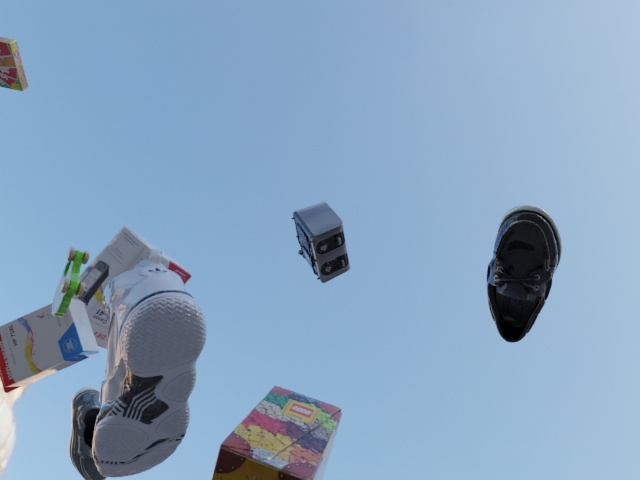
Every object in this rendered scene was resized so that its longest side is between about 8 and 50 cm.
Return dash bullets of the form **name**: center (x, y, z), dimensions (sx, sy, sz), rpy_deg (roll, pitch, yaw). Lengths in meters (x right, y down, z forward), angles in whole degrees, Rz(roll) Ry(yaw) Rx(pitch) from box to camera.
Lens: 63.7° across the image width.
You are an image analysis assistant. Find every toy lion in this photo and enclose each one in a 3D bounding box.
- **toy lion**: center (-0.426, 0.074, 0.867), dimensions (0.034, 0.100, 0.096), rpy_deg (21, -43, -35)

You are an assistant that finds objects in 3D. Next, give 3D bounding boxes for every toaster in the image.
- **toaster**: center (0.000, 0.000, 1.448), dimensions (0.110, 0.185, 0.168), rpy_deg (-21, -53, -13)

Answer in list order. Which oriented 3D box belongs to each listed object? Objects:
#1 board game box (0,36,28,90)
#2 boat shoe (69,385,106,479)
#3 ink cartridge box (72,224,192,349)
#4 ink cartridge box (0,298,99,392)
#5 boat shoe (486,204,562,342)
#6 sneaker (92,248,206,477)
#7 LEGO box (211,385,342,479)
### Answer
- **board game box**: center (-0.871, -0.457, 1.281), dimensions (0.260, 0.039, 0.124), rpy_deg (13, -49, 4)
- **boat shoe**: center (-0.655, 0.581, 1.482), dimensions (0.116, 0.099, 0.319), rpy_deg (-10, -69, -35)
- **ink cartridge box**: center (-0.550, 0.145, 1.446), dimensions (0.131, 0.226, 0.306), rpy_deg (33, -100, 32)
- **ink cartridge box**: center (-0.635, 0.236, 1.148), dimensions (0.231, 0.078, 0.134), rpy_deg (-25, -104, -2)
- **boat shoe**: center (0.395, 0.084, 1.030), dimensions (0.127, 0.113, 0.340), rpy_deg (16, -39, 20)
- **sneaker**: center (-0.288, 0.196, 0.840), dimensions (0.137, 0.210, 0.365), rpy_deg (7, -64, -30)
- **LEGO box**: center (-0.132, 0.642, 1.158), dimensions (0.193, 0.372, 0.499), rpy_deg (16, -85, 10)
